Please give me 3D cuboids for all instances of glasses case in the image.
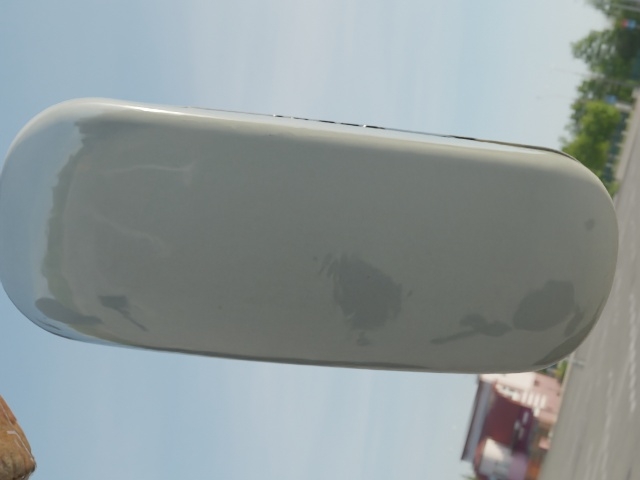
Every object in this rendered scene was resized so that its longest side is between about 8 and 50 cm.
[{"bbox_3d":[0.000,0.000,0.362,0.059,0.233,0.092,-127,42,-71],"label":"glasses case"}]

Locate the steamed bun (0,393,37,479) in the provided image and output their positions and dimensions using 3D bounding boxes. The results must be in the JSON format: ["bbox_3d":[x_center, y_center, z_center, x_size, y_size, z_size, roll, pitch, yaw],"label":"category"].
[{"bbox_3d":[-0.270,0.144,0.606,0.175,0.145,0.106,-37,-15,18],"label":"steamed bun"}]
